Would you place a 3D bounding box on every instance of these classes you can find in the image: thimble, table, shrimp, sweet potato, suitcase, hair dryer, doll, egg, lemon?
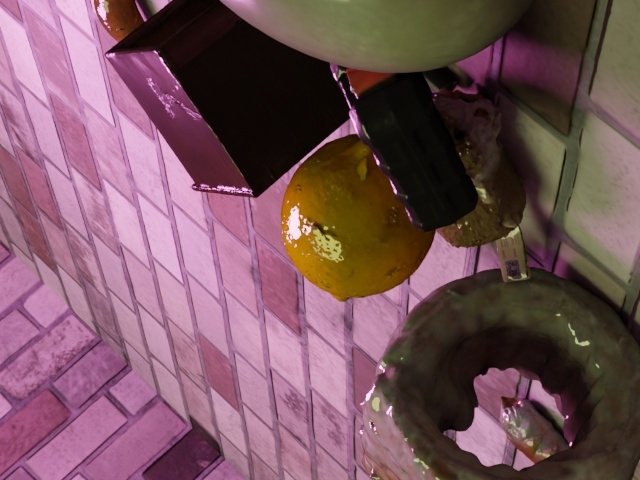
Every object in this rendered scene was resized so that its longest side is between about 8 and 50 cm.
[{"bbox_3d":[0.183,0.180,1.705,0.291,0.291,0.195,42,158,19],"label":"thimble"},{"bbox_3d":[-0.099,-0.176,1.817,0.193,0.169,0.172,55,160,-21],"label":"table"},{"bbox_3d":[0.284,0.234,1.961,0.161,0.049,0.166,45,160,3],"label":"shrimp"},{"bbox_3d":[-0.254,-0.315,2.071,0.069,0.059,0.249,20,149,17],"label":"sweet potato"},{"bbox_3d":[0.045,-0.165,1.459,0.206,0.066,0.286,53,-167,-58],"label":"suitcase"},{"bbox_3d":[0.110,-0.149,1.641,0.047,0.026,0.083,45,168,18],"label":"hair dryer"},{"bbox_3d":[0.148,-0.055,1.616,0.115,0.105,0.221,-16,133,22],"label":"doll"},{"bbox_3d":[0.017,-0.268,1.253,0.352,0.258,0.258,38,158,32],"label":"egg"},{"bbox_3d":[0.043,-0.029,1.791,0.173,0.173,0.206,39,145,26],"label":"lemon"}]
